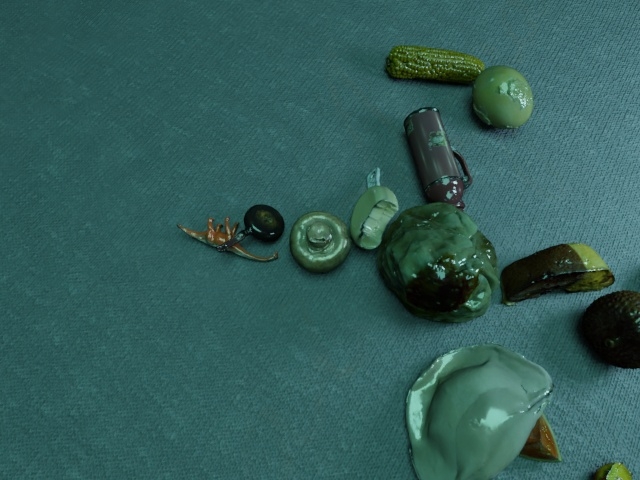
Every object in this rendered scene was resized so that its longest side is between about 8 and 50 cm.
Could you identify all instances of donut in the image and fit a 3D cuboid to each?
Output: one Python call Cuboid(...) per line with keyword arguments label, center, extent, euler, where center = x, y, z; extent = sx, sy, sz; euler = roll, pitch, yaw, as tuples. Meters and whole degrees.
Cuboid(label="donut", center=(0.605, 0.072, 1.193), extent=(0.294, 0.151, 0.113), euler=(-10, 58, -4))

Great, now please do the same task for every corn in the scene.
Cuboid(label="corn", center=(0.360, -0.553, 1.467), extent=(0.312, 0.102, 0.102), euler=(4, 68, 1))

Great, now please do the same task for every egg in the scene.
Cuboid(label="egg", center=(0.539, -0.422, 1.385), extent=(0.164, 0.164, 0.202), euler=(-26, 73, -11))

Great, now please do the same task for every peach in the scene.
Cuboid(label="peach", center=(0.651, 0.546, 1.041), extent=(0.098, 0.061, 0.098), euler=(8, 69, -22))

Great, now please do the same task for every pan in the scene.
Cuboid(label="pan", center=(-0.186, -0.029, 1.240), extent=(0.212, 0.040, 0.115), euler=(-32, 76, -34))

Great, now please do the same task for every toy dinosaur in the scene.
Cuboid(label="toy dinosaur", center=(-0.247, -0.008, 1.265), extent=(0.279, 0.055, 0.102), euler=(9, 77, 1))

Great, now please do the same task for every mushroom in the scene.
Cuboid(label="mushroom", center=(0.000, 0.000, 1.223), extent=(0.166, 0.127, 0.167), euler=(2, 70, -7))

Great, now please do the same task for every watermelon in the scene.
Cuboid(label="watermelon", center=(0.473, 0.454, 1.060), extent=(0.135, 0.094, 0.126), euler=(-17, 78, -1))

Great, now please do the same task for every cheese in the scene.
Cuboid(label="cheese", center=(0.133, -0.091, 1.278), extent=(0.070, 0.163, 0.249), euler=(25, 26, -21))

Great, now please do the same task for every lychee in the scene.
Cuboid(label="lychee", center=(0.732, 0.209, 1.121), extent=(0.194, 0.194, 0.195), euler=(0, 68, 0))

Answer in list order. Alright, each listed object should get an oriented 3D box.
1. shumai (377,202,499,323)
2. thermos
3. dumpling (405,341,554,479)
Cuboid(label="shumai", center=(0.288, 0.048, 1.104), extent=(0.308, 0.263, 0.304), euler=(11, 89, 8))
Cuboid(label="thermos", center=(0.338, -0.207, 1.328), extent=(0.136, 0.109, 0.331), euler=(10, 60, -42))
Cuboid(label="dumpling", center=(0.330, 0.387, 1.058), extent=(0.260, 0.181, 0.341), euler=(41, 107, 42))
